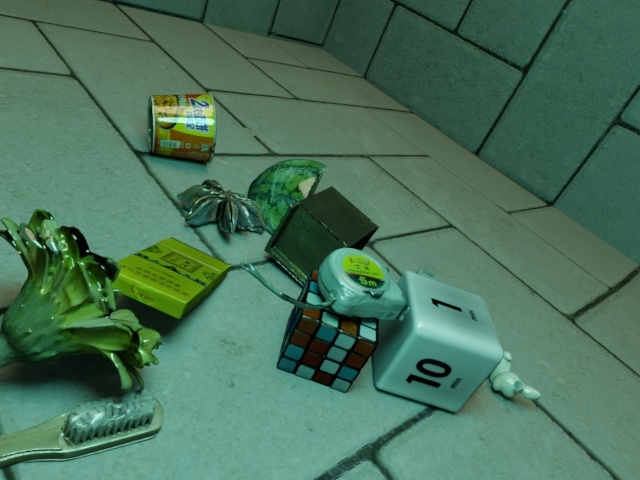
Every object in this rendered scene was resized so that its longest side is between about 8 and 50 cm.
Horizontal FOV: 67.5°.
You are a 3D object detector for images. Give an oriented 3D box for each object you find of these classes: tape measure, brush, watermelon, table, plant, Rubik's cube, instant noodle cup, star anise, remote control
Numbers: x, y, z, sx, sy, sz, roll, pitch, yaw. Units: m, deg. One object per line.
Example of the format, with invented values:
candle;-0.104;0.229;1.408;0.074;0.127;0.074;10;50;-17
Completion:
tape measure;-0.004;0.073;0.868;0.330;0.084;0.164;11;31;-26
brush;-0.370;0.260;0.643;0.327;0.065;0.070;-3;43;-37
watermelon;-0.089;-0.130;1.373;0.223;0.180;0.305;-14;27;22
table;0.000;0.000;1.187;0.169;0.172;0.193;42;35;12
plant;-0.392;0.089;0.685;0.296;0.261;0.305;-9;28;-39
Rubik's cube;0.018;0.178;0.955;0.155;0.151;0.154;22;32;-5
instant noodle cup;-0.408;-0.331;1.393;0.174;0.213;0.213;-2;39;-25
star anise;-0.247;-0.079;1.227;0.236;0.093;0.229;14;27;-25
remote control;0.287;0.129;1.341;0.061;0.029;0.162;27;35;8

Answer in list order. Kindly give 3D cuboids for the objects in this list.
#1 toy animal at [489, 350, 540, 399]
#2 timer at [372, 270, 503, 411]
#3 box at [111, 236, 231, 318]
toy animal;0.434;0.320;1.114;0.071;0.085;0.124;28;32;-31
timer;0.234;0.212;1.015;0.194;0.193;0.194;19;31;-10
box;-0.287;0.064;0.939;0.153;0.041;0.279;24;12;1
